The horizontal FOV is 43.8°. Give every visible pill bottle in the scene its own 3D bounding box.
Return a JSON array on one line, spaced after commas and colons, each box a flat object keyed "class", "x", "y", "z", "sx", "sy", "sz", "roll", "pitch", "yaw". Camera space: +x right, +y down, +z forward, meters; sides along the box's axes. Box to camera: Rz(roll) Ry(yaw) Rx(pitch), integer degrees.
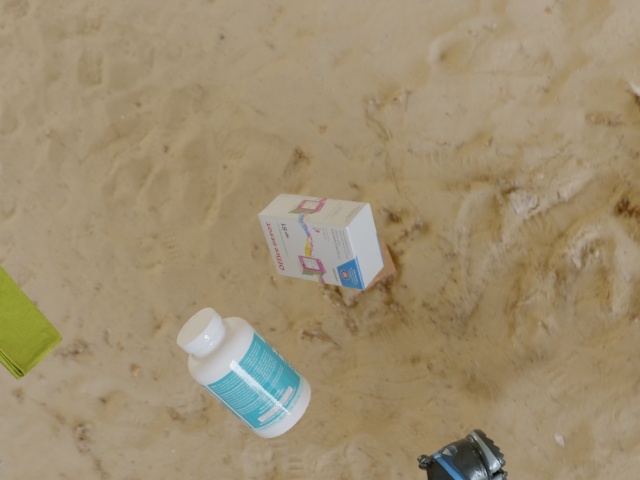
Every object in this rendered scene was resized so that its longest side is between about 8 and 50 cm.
[{"class": "pill bottle", "x": -0.149, "y": 0.245, "z": 1.510, "sx": 0.146, "sy": 0.264, "sz": 0.146, "roll": -33, "pitch": 26, "yaw": 19}]

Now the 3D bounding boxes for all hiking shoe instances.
[{"class": "hiking shoe", "x": 0.230, "y": 0.446, "z": 1.275, "sx": 0.132, "sy": 0.113, "sz": 0.303, "roll": -15, "pitch": 107, "yaw": -11}]

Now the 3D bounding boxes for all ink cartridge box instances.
[{"class": "ink cartridge box", "x": 0.000, "y": 0.000, "z": 0.896, "sx": 0.123, "sy": 0.088, "sz": 0.052, "roll": 9, "pitch": 40, "yaw": 35}]

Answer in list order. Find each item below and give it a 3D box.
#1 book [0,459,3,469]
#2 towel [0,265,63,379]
[{"class": "book", "x": -0.290, "y": 0.208, "z": 0.562, "sx": 0.096, "sy": 0.035, "sz": 0.144, "roll": 15, "pitch": 81, "yaw": 33}, {"class": "towel", "x": -0.450, "y": 0.070, "z": 1.071, "sx": 0.021, "sy": 0.102, "sz": 0.237, "roll": -29, "pitch": 105, "yaw": 33}]
